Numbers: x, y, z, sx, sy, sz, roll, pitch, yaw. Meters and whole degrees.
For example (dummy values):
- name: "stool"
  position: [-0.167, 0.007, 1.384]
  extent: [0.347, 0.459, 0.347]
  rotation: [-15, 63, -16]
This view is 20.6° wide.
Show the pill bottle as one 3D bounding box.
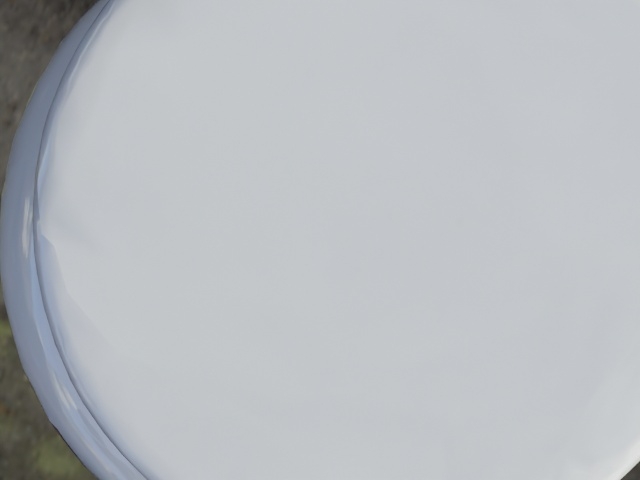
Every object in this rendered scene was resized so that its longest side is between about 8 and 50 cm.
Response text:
- name: "pill bottle"
  position: [0.000, 0.000, 0.653]
  extent: [0.224, 0.392, 0.224]
  rotation: [0, 88, -6]
